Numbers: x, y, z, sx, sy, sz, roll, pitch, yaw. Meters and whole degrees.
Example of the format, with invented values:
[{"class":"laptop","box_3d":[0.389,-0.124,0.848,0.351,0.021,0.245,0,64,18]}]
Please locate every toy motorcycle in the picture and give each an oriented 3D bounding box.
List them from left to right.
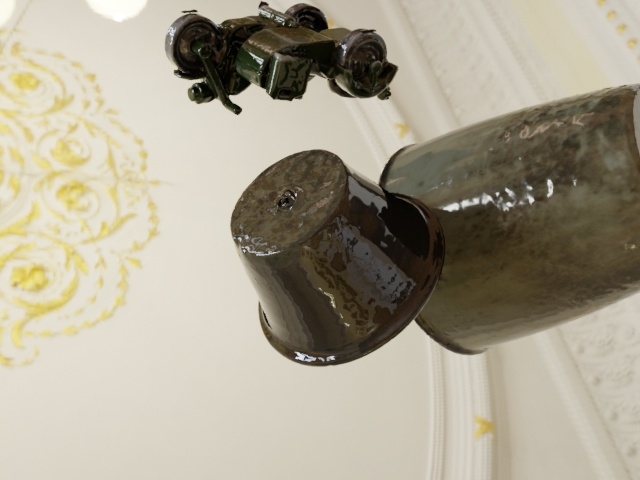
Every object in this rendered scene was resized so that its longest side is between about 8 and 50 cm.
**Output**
[{"class":"toy motorcycle","box_3d":[-0.045,-0.224,1.195,0.275,0.127,0.205,-17,-144,-32]}]

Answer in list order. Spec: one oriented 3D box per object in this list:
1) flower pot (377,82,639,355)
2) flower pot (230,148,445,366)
[{"class":"flower pot","box_3d":[0.282,-0.038,1.156,0.294,0.330,0.293,27,-128,-41]},{"class":"flower pot","box_3d":[0.000,0.000,1.006,0.148,0.235,0.235,51,-157,-41]}]
